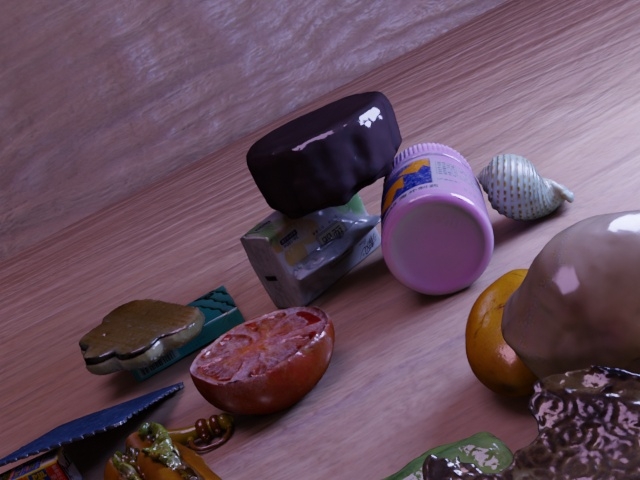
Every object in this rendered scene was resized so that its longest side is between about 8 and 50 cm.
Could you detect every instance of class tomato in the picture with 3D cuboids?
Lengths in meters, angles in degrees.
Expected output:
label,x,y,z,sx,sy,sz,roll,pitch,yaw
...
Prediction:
label,x,y,z,sx,sy,sz,roll,pitch,yaw
tomato,-0.080,0.195,1.641,0.236,0.095,0.237,-21,17,7

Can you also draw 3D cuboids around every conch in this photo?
label,x,y,z,sx,sy,sz,roll,pitch,yaw
conch,0.338,-0.084,1.801,0.102,0.153,0.135,-55,2,18

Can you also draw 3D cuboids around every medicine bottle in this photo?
label,x,y,z,sx,sy,sz,roll,pitch,yaw
medicine bottle,0.188,-0.044,1.788,0.178,0.178,0.291,-23,20,11

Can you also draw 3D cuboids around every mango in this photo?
label,x,y,z,sx,sy,sz,roll,pitch,yaw
mango,0.254,0.120,1.362,0.144,0.112,0.219,-12,25,24

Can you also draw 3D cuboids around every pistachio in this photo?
label,x,y,z,sx,sy,sz,roll,pitch,yaw
pistachio,0.350,0.065,1.245,0.331,0.208,0.226,-28,20,-35

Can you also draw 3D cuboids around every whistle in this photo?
label,x,y,z,sx,sy,sz,roll,pitch,yaw
whistle,-0.182,0.290,1.609,0.109,0.046,0.057,-19,4,4

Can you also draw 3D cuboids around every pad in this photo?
label,x,y,z,sx,sy,sz,roll,pitch,yaw
pad,-0.381,0.303,1.756,0.269,0.012,0.269,-21,0,14

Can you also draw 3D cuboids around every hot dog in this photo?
label,x,y,z,sx,sy,sz,roll,pitch,yaw
hot dog,-0.219,0.330,1.453,0.135,0.100,0.337,-33,20,-17

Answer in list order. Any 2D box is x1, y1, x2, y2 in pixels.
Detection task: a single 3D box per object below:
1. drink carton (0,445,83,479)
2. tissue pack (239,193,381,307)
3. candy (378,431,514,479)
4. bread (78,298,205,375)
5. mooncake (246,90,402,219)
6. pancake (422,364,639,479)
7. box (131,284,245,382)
label,x,y,z,sx,sy,sz,roll,pitch,yaw
drink carton,-0.462,0.389,1.667,0.165,0.071,0.056,-24,15,4
tissue pack,0.000,0.000,1.954,0.229,0.159,0.145,-38,22,-32
candy,0.057,0.314,1.105,0.343,0.132,0.142,-25,-24,-1
bread,-0.341,0.180,1.960,0.207,0.056,0.286,-35,22,-27
mooncake,0.012,-0.151,1.894,0.283,0.141,0.283,-23,18,8
pancake,0.239,0.233,1.012,0.286,0.033,0.288,4,45,14
box,-0.261,0.173,2.024,0.226,0.042,0.161,-29,20,-7
